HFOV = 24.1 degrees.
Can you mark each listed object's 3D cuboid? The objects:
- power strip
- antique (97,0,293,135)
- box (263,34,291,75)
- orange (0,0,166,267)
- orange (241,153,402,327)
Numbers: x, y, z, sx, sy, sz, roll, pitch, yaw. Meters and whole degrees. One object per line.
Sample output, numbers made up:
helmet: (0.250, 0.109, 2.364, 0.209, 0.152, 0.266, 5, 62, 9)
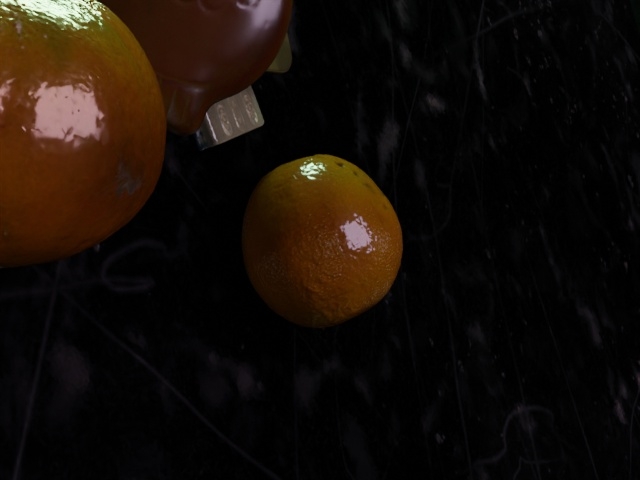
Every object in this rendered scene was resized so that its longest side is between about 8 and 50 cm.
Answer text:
power strip: (-0.114, -0.147, 1.777, 0.123, 0.032, 0.056, -32, 104, -58)
antique: (-0.147, -0.253, 1.600, 0.223, 0.129, 0.278, 14, 89, -16)
box: (-0.121, -0.285, 1.766, 0.144, 0.090, 0.201, -8, 85, -60)
orange: (-0.270, -0.099, 1.349, 0.310, 0.274, 0.274, 6, 71, -35)
orange: (0.000, 0.000, 1.752, 0.206, 0.206, 0.206, 31, 52, -50)
